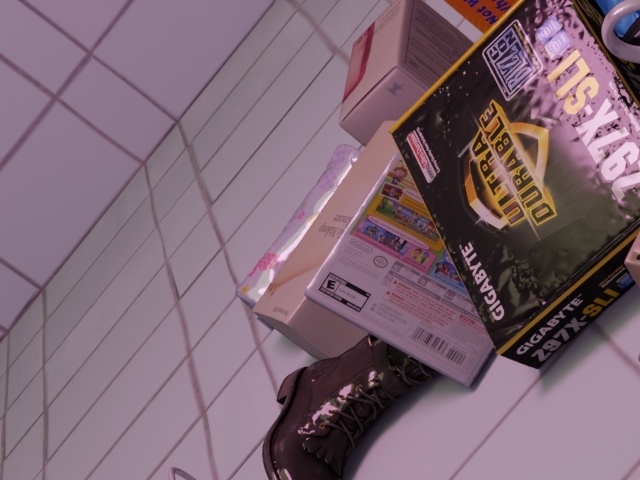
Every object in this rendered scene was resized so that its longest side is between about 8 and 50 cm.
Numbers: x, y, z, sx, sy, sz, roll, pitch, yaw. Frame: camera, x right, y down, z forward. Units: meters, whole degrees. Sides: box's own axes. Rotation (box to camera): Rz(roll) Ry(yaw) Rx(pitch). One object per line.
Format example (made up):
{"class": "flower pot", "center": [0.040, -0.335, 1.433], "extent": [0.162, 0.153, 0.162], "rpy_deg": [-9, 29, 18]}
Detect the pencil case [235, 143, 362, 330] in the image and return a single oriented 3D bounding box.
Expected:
{"class": "pencil case", "center": [0.000, 0.000, 2.309], "extent": [0.273, 0.113, 0.124], "rpy_deg": [-55, 8, -7]}

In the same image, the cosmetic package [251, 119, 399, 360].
{"class": "cosmetic package", "center": [0.061, 0.002, 2.151], "extent": [0.309, 0.113, 0.160], "rpy_deg": [-55, 17, -9]}

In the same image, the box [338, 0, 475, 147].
{"class": "box", "center": [0.126, -0.212, 2.341], "extent": [0.127, 0.148, 0.232], "rpy_deg": [-43, 19, 29]}

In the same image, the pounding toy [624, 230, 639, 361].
{"class": "pounding toy", "center": [0.316, 0.025, 1.442], "extent": [0.100, 0.141, 0.130], "rpy_deg": [12, 62, 40]}

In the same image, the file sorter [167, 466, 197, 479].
{"class": "file sorter", "center": [-0.170, 0.416, 1.832], "extent": [0.278, 0.173, 0.193], "rpy_deg": [-51, 17, 6]}

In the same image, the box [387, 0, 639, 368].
{"class": "box", "center": [0.226, -0.075, 1.714], "extent": [0.257, 0.079, 0.322], "rpy_deg": [-43, 47, 24]}

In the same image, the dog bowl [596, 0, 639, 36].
{"class": "dog bowl", "center": [0.401, -0.354, 1.884], "extent": [0.166, 0.074, 0.297], "rpy_deg": [7, 80, 53]}

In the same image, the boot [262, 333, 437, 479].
{"class": "boot", "center": [0.051, 0.174, 1.892], "extent": [0.229, 0.091, 0.263], "rpy_deg": [-34, 31, 26]}

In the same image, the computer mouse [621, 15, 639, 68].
{"class": "computer mouse", "center": [0.397, -0.247, 1.758], "extent": [0.184, 0.060, 0.262], "rpy_deg": [-20, -27, -51]}

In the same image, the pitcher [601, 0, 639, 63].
{"class": "pitcher", "center": [0.387, -0.208, 1.611], "extent": [0.207, 0.177, 0.125], "rpy_deg": [-39, 32, 38]}

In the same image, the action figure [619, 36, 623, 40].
{"class": "action figure", "center": [0.334, -0.229, 1.986], "extent": [0.232, 0.063, 0.137], "rpy_deg": [-53, 16, -9]}

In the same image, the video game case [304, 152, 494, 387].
{"class": "video game case", "center": [0.120, 0.029, 1.840], "extent": [0.193, 0.212, 0.023], "rpy_deg": [-57, -22, -13]}

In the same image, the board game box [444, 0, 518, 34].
{"class": "board game box", "center": [0.277, -0.507, 2.177], "extent": [0.356, 0.356, 0.356], "rpy_deg": [-42, 20, 30]}
